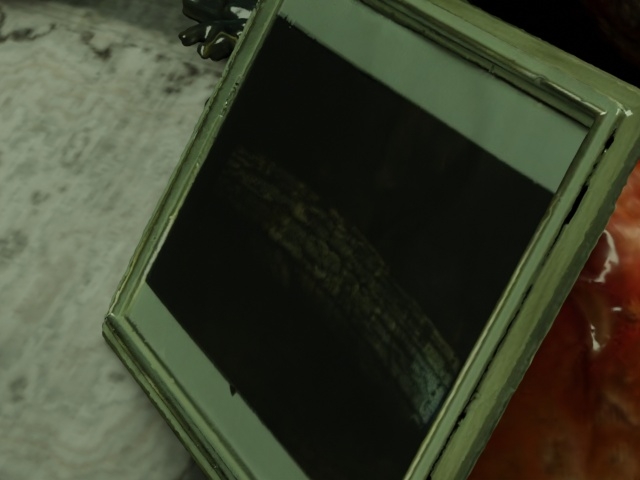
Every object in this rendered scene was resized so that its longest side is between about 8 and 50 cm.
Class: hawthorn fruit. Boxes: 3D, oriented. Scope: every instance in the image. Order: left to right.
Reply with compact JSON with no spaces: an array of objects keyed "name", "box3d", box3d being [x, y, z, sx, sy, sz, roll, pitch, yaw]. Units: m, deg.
[{"name":"hawthorn fruit","box3d":[0.094,0.024,0.711,0.179,0.200,0.179,-6,43,6]}]

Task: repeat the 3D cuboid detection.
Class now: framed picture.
[{"name":"framed picture","box3d":[0.000,0.000,0.703,0.231,0.018,0.293,-63,32,9]}]

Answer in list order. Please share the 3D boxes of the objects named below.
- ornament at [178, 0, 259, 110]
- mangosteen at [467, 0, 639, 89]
[{"name":"ornament","box3d":[0.022,-0.131,0.915,0.202,0.080,0.236,-2,51,10]},{"name":"mangosteen","box3d":[0.179,-0.159,0.818,0.306,0.359,0.306,16,32,-10]}]
